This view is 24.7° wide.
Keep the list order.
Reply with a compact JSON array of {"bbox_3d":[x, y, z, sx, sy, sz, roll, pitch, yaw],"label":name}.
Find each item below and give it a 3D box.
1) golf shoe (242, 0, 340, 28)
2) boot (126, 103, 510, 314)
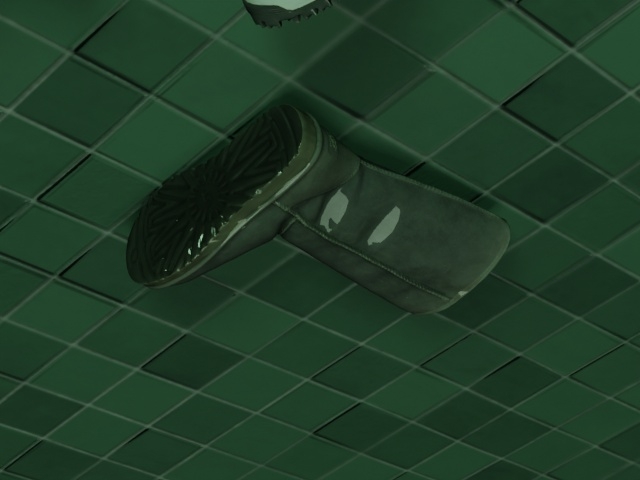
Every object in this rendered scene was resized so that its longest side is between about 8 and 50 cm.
[{"bbox_3d":[0.014,-0.193,0.739,0.094,0.077,0.198,34,120,-29],"label":"golf shoe"},{"bbox_3d":[0.000,0.002,0.998,0.190,0.076,0.208,-31,145,29],"label":"boot"}]
